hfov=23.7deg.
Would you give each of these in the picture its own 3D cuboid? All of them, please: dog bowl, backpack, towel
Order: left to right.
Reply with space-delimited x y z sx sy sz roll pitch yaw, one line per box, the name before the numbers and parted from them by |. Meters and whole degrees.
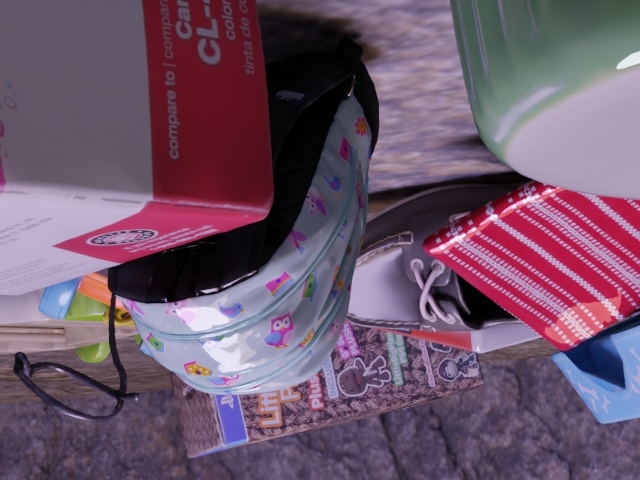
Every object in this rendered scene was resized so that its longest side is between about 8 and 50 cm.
backpack | -0.040 -0.010 0.817 0.152 0.182 0.115 -13 132 24
towel | 0.235 -0.011 1.063 0.274 0.031 0.199 -26 142 26
dog bowl | 0.298 0.085 1.236 0.166 0.074 0.297 -23 175 -14

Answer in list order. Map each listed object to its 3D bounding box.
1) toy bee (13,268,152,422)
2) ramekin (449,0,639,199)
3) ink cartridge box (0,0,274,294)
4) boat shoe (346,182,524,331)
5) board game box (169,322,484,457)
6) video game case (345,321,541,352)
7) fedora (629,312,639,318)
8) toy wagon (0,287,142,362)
toy bee | -0.109 0.000 1.023 0.195 0.162 0.298 19 -168 -27
ramekin | 0.176 -0.109 0.468 0.303 0.148 0.303 -4 170 -1
ink cartridge box | -0.207 -0.058 0.653 0.306 0.131 0.226 7 166 -42
boat shoe | 0.155 0.014 1.204 0.335 0.112 0.095 -12 -154 10
board game box | -0.004 0.132 1.669 0.291 0.141 0.232 -11 172 -15
video game case | 0.128 0.053 1.410 0.204 0.025 0.285 -11 -169 -34
fedora | 0.385 0.049 1.523 0.243 0.124 0.275 -5 170 1
toy wagon | -0.286 0.081 1.598 0.267 0.068 0.344 5 166 -42
